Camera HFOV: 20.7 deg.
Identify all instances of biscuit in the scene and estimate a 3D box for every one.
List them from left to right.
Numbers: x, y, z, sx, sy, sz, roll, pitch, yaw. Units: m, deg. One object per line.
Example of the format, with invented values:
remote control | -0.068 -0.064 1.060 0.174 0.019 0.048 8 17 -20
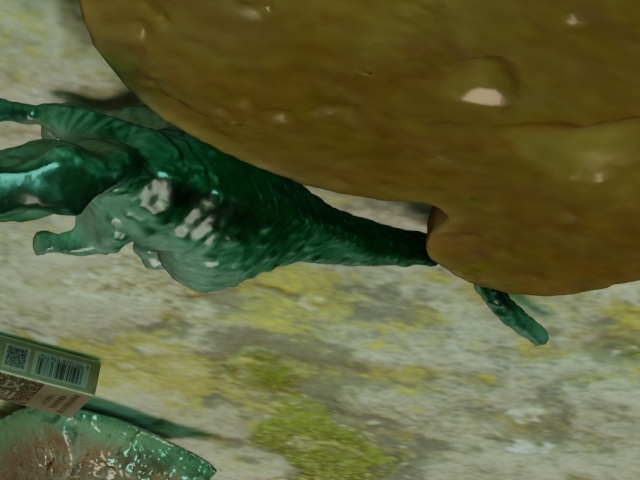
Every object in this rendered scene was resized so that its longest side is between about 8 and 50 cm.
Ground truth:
biscuit | 0.093 -0.057 0.573 0.355 0.052 0.275 18 152 -17

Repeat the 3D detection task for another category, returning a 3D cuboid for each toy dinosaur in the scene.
toy dinosaur | -0.037 -0.014 0.710 0.129 0.076 0.383 21 -171 33

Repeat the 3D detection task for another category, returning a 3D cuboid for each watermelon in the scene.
watermelon | -0.163 0.139 1.095 0.155 0.080 0.101 9 153 42

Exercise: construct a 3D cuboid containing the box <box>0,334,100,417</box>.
box | -0.172 0.075 0.998 0.083 0.024 0.053 15 156 -17
